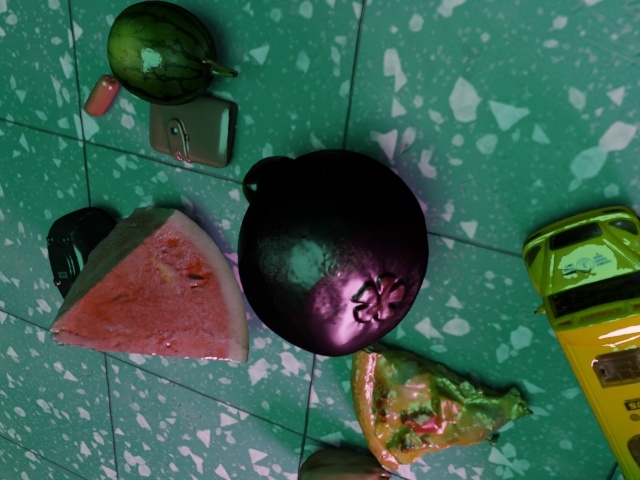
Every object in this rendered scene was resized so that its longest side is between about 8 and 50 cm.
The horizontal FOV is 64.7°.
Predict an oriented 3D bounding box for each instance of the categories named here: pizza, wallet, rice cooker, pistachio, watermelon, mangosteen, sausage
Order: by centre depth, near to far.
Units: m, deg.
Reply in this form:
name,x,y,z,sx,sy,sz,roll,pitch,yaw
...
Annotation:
name,x,y,z,sx,sy,sz,roll,pitch,yaw
mangosteen,0.000,0.000,0.696,0.302,0.275,0.274,41,131,46
watermelon,-0.204,-0.254,0.715,0.188,0.140,0.140,21,120,3
wallet,-0.209,-0.181,0.810,0.153,0.039,0.117,16,116,15
pizza,0.184,0.267,0.813,0.288,0.075,0.279,-12,108,28
watermelon,-0.256,0.095,0.838,0.251,0.292,0.282,-6,109,4
sausage,-0.370,-0.245,0.855,0.034,0.034,0.083,48,122,-2
pistachio,0.041,0.449,0.944,0.186,0.108,0.126,-14,138,25
rice cooker,-0.437,0.040,0.961,0.142,0.118,0.202,-3,102,34

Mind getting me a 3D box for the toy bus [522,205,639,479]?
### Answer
name,x,y,z,sx,sy,sz,roll,pitch,yaw
toy bus,0.372,0.130,0.622,0.144,0.152,0.330,-23,102,32
